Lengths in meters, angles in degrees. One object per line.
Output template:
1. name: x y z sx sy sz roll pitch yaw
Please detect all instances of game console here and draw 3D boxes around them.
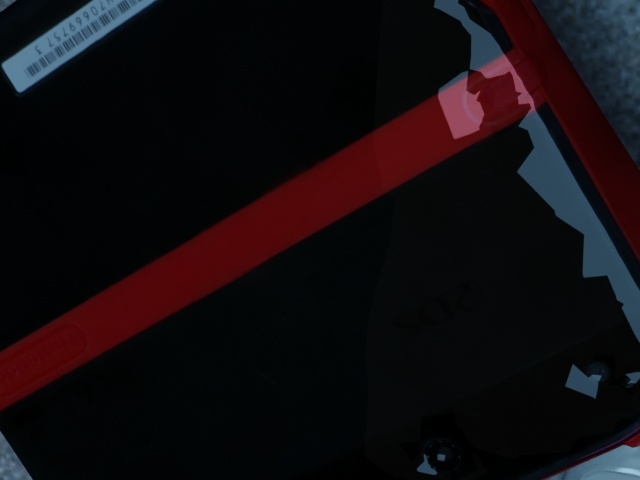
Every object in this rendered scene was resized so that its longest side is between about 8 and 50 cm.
1. game console: -0.034 0.007 0.855 0.386 0.060 0.342 -29 95 29

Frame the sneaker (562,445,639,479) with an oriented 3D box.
1. sneaker: 0.183 0.250 0.951 0.114 0.152 0.305 2 114 21
